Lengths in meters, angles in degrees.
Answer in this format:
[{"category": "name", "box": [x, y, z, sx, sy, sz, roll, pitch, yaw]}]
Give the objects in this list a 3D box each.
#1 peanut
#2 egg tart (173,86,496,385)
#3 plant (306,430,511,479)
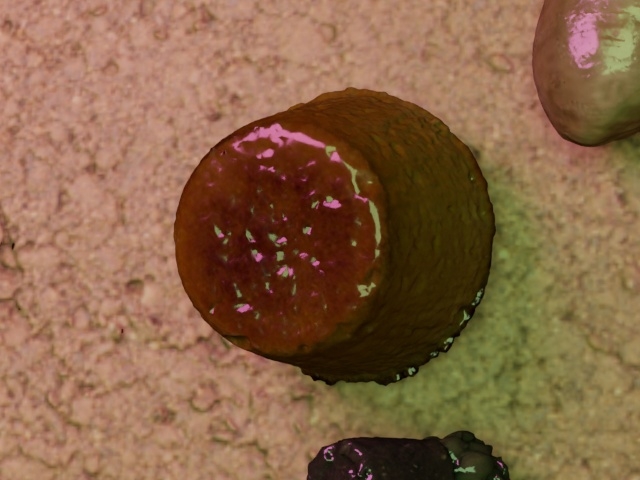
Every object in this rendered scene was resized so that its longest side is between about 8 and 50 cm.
[{"category": "peanut", "box": [0.227, -0.182, 0.932, 0.137, 0.122, 0.253, 12, 79, 13]}, {"category": "egg tart", "box": [0.000, 0.000, 0.922, 0.215, 0.171, 0.215, 1, 92, 23]}, {"category": "plant", "box": [0.063, 0.173, 0.903, 0.092, 0.143, 0.095, -36, 55, 42]}]
